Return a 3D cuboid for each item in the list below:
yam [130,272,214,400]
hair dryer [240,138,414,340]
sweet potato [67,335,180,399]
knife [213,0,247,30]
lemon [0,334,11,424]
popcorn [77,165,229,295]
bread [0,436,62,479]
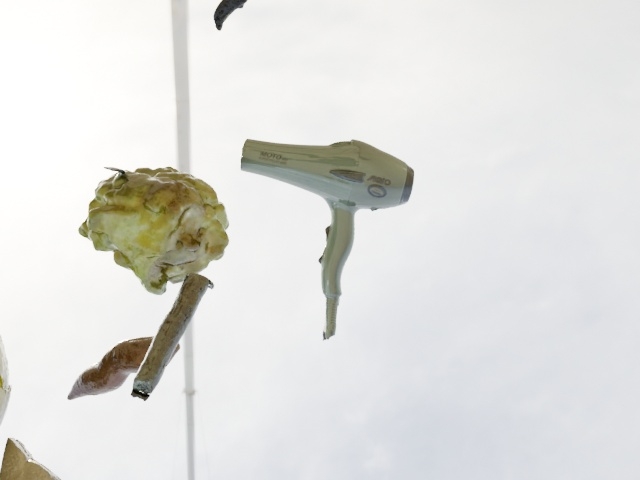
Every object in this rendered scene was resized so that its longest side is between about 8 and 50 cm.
[{"bbox_3d":[-0.139,0.089,0.803,0.033,0.027,0.129,13,-120,17],"label":"yam"},{"bbox_3d":[-0.026,-0.028,1.143,0.229,0.267,0.092,28,-177,-3],"label":"hair dryer"},{"bbox_3d":[-0.301,0.187,1.276,0.218,0.065,0.051,-25,-174,21],"label":"sweet potato"},{"bbox_3d":[-0.054,-0.358,1.182,0.222,0.045,0.021,-25,-144,6],"label":"knife"},{"bbox_3d":[-0.557,0.192,1.134,0.297,0.297,0.297,2,-148,-1],"label":"lemon"},{"bbox_3d":[-0.196,-0.025,1.009,0.173,0.142,0.173,15,-147,-10],"label":"popcorn"},{"bbox_3d":[-0.427,0.366,1.175,0.105,0.077,0.152,28,-113,22],"label":"bread"}]
